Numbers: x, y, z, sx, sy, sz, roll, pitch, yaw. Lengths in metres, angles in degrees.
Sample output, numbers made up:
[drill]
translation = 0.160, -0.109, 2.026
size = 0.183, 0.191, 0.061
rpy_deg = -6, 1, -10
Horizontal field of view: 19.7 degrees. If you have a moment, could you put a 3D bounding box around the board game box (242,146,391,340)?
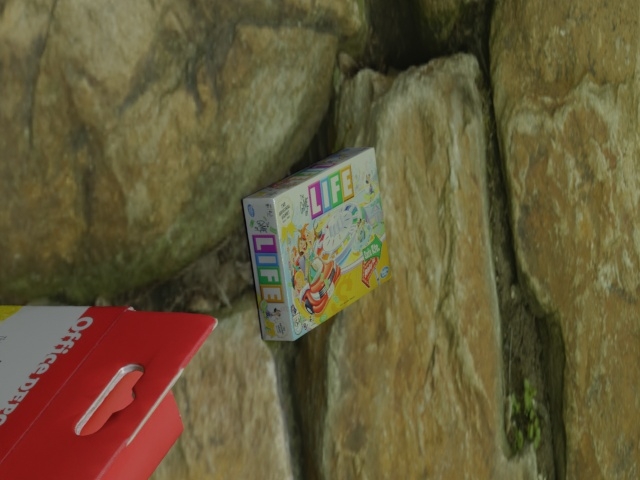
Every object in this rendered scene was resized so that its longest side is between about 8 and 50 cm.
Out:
[board game box]
translation = 0.000, 0.000, 1.329
size = 0.154, 0.026, 0.103
rpy_deg = -30, 116, -57

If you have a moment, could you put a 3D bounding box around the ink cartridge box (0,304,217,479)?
[ink cartridge box]
translation = -0.159, 0.096, 0.839
size = 0.134, 0.231, 0.078
rpy_deg = -54, 135, -46
